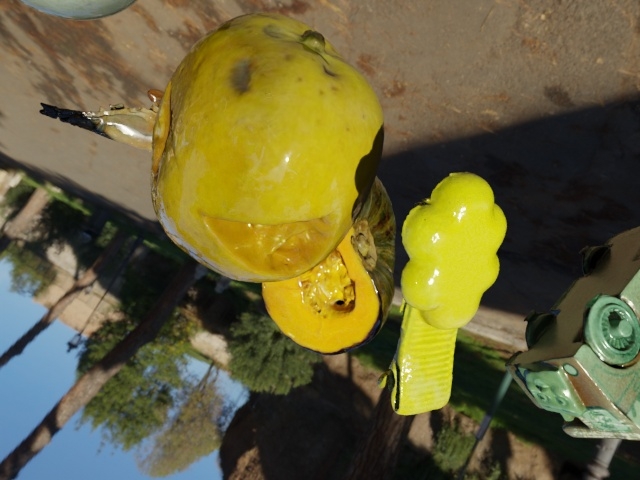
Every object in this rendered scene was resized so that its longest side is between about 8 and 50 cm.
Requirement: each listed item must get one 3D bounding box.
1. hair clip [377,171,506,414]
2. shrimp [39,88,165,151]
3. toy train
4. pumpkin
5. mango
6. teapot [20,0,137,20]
[{"bbox_3d":[0.075,0.039,0.338,0.072,0.173,0.046,-4,-149,-26],"label":"hair clip"},{"bbox_3d":[-0.364,-0.233,0.951,0.261,0.117,0.066,13,164,-26],"label":"shrimp"},{"bbox_3d":[0.371,0.091,0.618,0.159,0.326,0.129,52,153,0],"label":"toy train"},{"bbox_3d":[0.000,0.000,0.841,0.241,0.325,0.232,-4,-163,16],"label":"pumpkin"},{"bbox_3d":[-0.079,-0.082,0.543,0.182,0.253,0.365,8,171,-26],"label":"mango"},{"bbox_3d":[-0.266,-0.330,0.541,0.294,0.193,0.129,-4,-176,-16],"label":"teapot"}]
